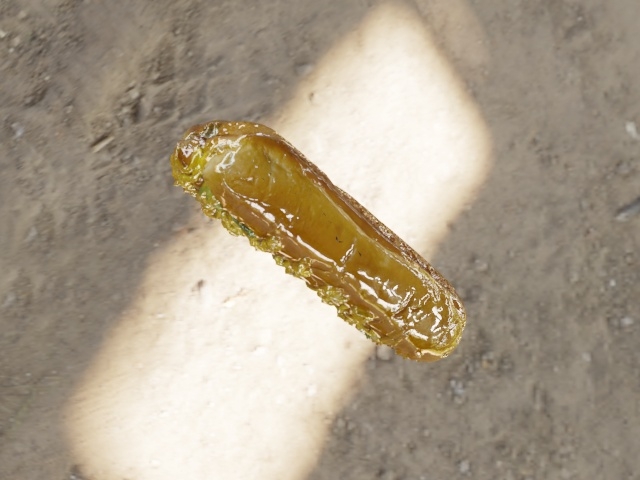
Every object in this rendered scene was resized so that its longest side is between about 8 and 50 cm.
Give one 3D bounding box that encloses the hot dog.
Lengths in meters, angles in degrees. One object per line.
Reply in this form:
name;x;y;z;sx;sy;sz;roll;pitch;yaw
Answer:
hot dog;0.000;0.000;0.510;0.165;0.071;0.045;39;85;-28
